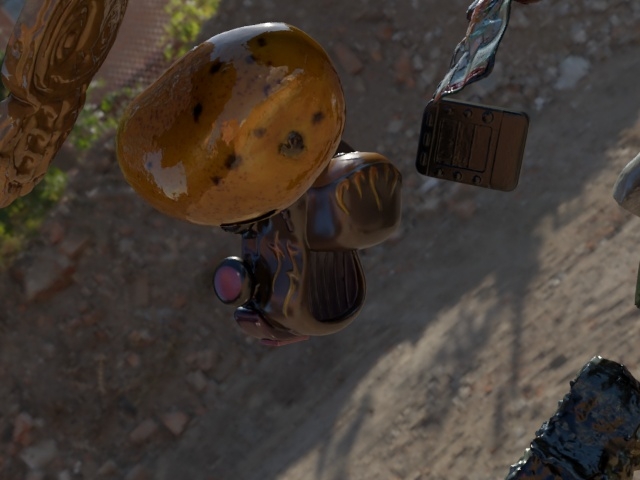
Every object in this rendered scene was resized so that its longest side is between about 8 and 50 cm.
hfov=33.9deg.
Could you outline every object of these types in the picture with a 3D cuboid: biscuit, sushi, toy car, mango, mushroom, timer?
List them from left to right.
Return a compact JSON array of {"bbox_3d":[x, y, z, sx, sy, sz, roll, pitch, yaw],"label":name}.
[{"bbox_3d":[-0.244,-0.155,0.971,0.289,0.044,0.202,-64,-1,16],"label":"biscuit"},{"bbox_3d":[-0.101,-0.107,1.079,0.290,0.191,0.160,-10,-15,38],"label":"mango"},{"bbox_3d":[0.000,0.000,1.648,0.240,0.341,0.271,5,8,36],"label":"toy car"},{"bbox_3d":[0.269,-0.172,1.853,0.055,0.187,0.144,-42,-38,-65],"label":"timer"},{"bbox_3d":[0.285,0.228,1.126,0.212,0.115,0.147,-48,-23,-15],"label":"sushi"},{"bbox_3d":[0.429,-0.122,1.285,0.081,0.092,0.223,-44,-30,-40],"label":"mushroom"}]

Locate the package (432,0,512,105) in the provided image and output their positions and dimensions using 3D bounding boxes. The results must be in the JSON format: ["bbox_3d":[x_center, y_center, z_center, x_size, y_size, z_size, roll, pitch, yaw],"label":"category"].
[{"bbox_3d":[0.239,-0.312,1.539,0.232,0.040,0.166,-63,15,-21],"label":"package"}]

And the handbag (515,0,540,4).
[{"bbox_3d":[0.186,-0.386,1.003,0.275,0.084,0.260,-62,32,18],"label":"handbag"}]

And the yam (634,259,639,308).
[{"bbox_3d":[0.664,-0.001,1.888,0.168,0.168,0.304,-149,66,-78],"label":"yam"}]
